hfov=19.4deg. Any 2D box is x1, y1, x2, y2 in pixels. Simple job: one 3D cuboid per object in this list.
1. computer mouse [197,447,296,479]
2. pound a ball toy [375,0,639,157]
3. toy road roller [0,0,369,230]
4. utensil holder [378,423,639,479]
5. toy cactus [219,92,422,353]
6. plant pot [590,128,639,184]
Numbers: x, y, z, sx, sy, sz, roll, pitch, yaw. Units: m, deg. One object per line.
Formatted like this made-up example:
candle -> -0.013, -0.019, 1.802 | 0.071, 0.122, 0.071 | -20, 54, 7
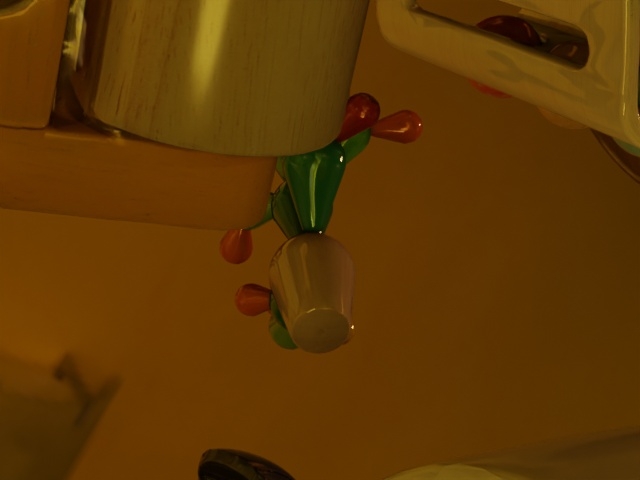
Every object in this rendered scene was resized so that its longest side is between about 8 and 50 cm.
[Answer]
computer mouse -> -0.058, 0.268, 1.643 | 0.184, 0.262, 0.060 | 9, -142, 45
pound a ball toy -> 0.104, -0.130, 1.111 | 0.208, 0.135, 0.319 | -13, -158, -25
toy road roller -> -0.149, -0.151, 0.764 | 0.330, 0.202, 0.240 | 8, -157, -13
utensil holder -> 0.205, 0.248, 0.978 | 0.385, 0.327, 0.327 | -2, -145, -42
toy cactus -> 0.000, 0.000, 1.106 | 0.112, 0.219, 0.180 | 10, -144, -14
plant pot -> 0.284, -0.121, 1.620 | 0.236, 0.032, 0.236 | 49, 160, 25
